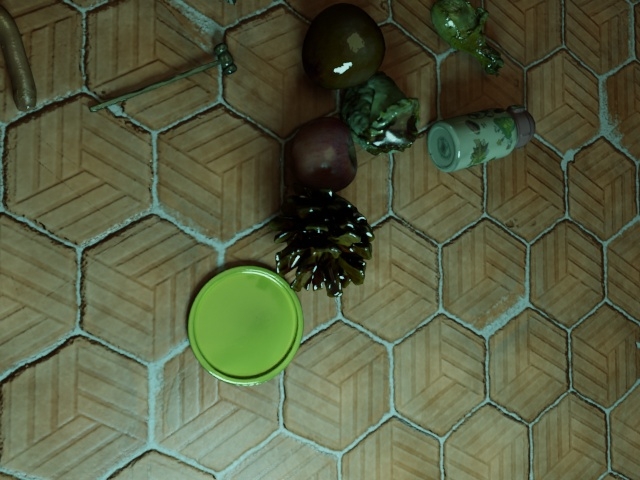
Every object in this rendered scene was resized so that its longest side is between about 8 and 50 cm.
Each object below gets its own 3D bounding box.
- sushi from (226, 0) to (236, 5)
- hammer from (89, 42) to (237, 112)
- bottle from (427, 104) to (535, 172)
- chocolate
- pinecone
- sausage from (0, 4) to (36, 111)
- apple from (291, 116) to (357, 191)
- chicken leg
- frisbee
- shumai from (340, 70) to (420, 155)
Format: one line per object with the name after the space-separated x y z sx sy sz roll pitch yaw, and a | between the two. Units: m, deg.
-0.207 -0.545 1.173 0.126 0.026 0.120 16 81 -22 | sushi
-0.297 -0.301 1.127 0.292 0.029 0.058 -27 96 -20 | hammer
0.374 -0.239 1.353 0.253 0.120 0.120 -18 95 -23 | bottle
0.038 -0.385 1.198 0.176 0.176 0.177 1 87 -23 | chocolate
-0.001 0.003 1.123 0.202 0.229 0.201 18 73 -16 | pinecone
-0.526 -0.314 1.021 0.043 0.043 0.186 -17 95 -22 | sausage
0.006 -0.167 1.183 0.119 0.153 0.154 -7 90 14 | apple
0.347 -0.477 1.370 0.227 0.088 0.103 35 62 -14 | chicken leg
-0.144 0.166 1.172 0.235 0.017 0.236 1 87 -22 | frisbee
0.136 -0.270 1.242 0.184 0.142 0.184 0 90 -25 | shumai
